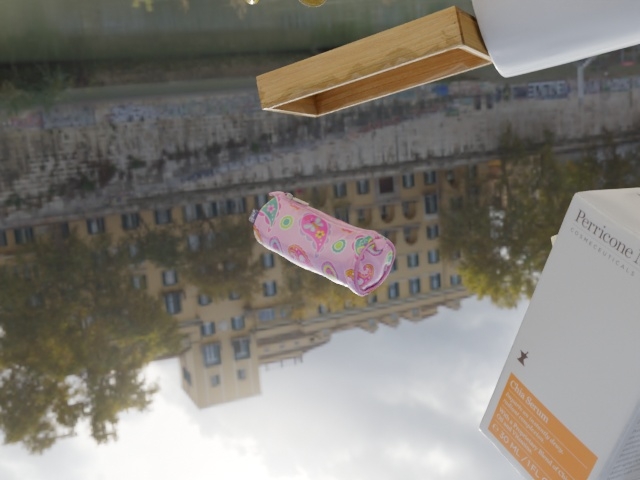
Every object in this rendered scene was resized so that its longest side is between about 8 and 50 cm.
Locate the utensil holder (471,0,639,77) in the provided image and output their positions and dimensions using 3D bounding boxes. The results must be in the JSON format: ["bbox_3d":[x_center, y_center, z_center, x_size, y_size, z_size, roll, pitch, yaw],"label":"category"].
[{"bbox_3d":[0.479,-0.487,1.348,0.385,0.328,0.327,-12,-173,25],"label":"utensil holder"}]

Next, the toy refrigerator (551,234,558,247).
[{"bbox_3d":[0.545,0.100,1.488,0.102,0.270,0.094,-21,-151,21],"label":"toy refrigerator"}]

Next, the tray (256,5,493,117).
[{"bbox_3d":[0.104,-0.326,1.441,0.410,0.076,0.202,-11,178,31],"label":"tray"}]

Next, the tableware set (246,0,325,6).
[{"bbox_3d":[-0.034,-0.359,1.033,0.154,0.104,0.024,-21,179,-16],"label":"tableware set"}]

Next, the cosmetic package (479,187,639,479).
[{"bbox_3d":[0.423,0.174,1.124,0.161,0.454,0.230,-5,-147,-30],"label":"cosmetic package"}]

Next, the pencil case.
[{"bbox_3d":[0.000,0.000,1.434,0.284,0.124,0.124,26,-152,38],"label":"pencil case"}]
